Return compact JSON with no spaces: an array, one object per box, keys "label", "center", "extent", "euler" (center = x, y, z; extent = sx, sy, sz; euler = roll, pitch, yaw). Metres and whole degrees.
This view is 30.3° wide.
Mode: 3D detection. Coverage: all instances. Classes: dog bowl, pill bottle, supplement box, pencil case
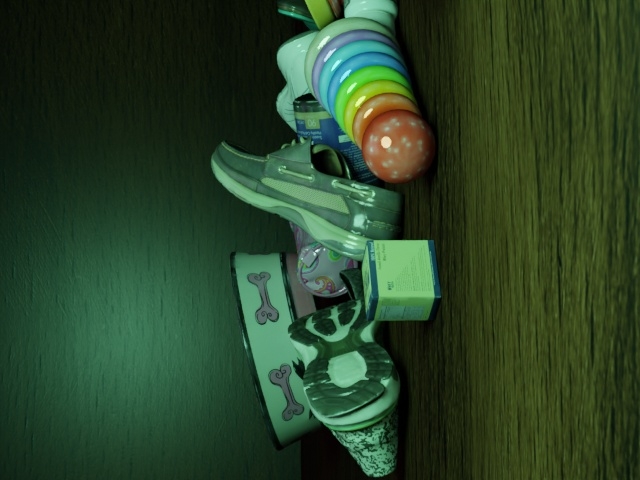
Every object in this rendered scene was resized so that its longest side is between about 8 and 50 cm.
[{"label":"dog bowl","center":[-0.062,0.204,2.369],"extent":[0.408,0.150,0.408],"euler":[-13,-90,-89]},{"label":"pill bottle","center":[0.072,-0.351,1.704],"extent":[0.078,0.078,0.137],"euler":[101,168,-65]},{"label":"supplement box","center":[0.096,0.048,1.425],"extent":[0.056,0.083,0.083],"euler":[98,170,-55]},{"label":"pill bottle","center":[0.032,-0.122,1.842],"extent":[0.123,0.123,0.219],"euler":[-111,12,-75]},{"label":"pencil case","center":[0.000,0.000,2.259],"extent":[0.284,0.124,0.124],"euler":[-103,14,-64]}]

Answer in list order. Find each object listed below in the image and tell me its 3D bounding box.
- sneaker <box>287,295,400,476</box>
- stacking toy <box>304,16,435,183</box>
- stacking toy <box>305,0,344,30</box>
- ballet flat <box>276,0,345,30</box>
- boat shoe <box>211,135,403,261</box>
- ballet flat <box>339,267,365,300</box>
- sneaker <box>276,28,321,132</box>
[{"label":"sneaker","center":[0.048,0.216,1.765],"extent":[0.410,0.158,0.182],"euler":[-91,-15,-69]},{"label":"stacking toy","center":[0.076,-0.172,1.520],"extent":[0.330,0.141,0.141],"euler":[-113,22,-58]},{"label":"stacking toy","center":[0.061,-0.377,1.947],"extent":[0.309,0.130,0.279],"euler":[-96,-19,-67]},{"label":"ballet flat","center":[-0.010,-0.439,2.194],"extent":[0.280,0.095,0.096],"euler":[1,-71,-75]},{"label":"boat shoe","center":[-0.011,-0.084,1.745],"extent":[0.132,0.355,0.130],"euler":[12,-76,-57]},{"label":"ballet flat","center":[0.061,0.119,1.992],"extent":[0.057,0.049,0.173],"euler":[94,173,-46]},{"label":"sneaker","center":[-0.009,-0.236,2.046],"extent":[0.129,0.111,0.297],"euler":[61,174,23]}]
